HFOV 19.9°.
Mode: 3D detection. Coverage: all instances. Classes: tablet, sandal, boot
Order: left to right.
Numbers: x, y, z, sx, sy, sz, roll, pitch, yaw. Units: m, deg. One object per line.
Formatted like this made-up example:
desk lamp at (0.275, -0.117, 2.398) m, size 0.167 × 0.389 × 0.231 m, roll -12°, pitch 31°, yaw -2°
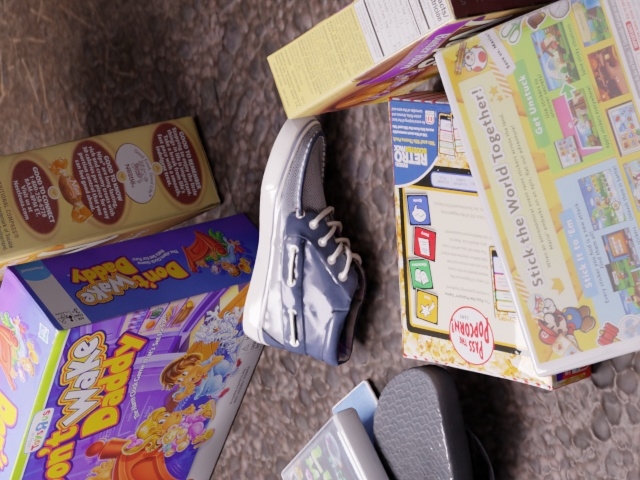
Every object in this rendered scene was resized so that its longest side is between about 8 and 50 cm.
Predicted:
boot at (0.000, 0.000, 1.407) m, size 0.086 × 0.069 × 0.190 m, roll 17°, pitch 112°, yaw 22°
tablet at (0.042, 0.156, 1.436) m, size 0.054 × 0.006 × 0.083 m, roll -46°, pitch 67°, yaw 45°
sandal at (0.097, 0.205, 1.360) m, size 0.097 × 0.054 × 0.254 m, roll 16°, pitch 122°, yaw 54°

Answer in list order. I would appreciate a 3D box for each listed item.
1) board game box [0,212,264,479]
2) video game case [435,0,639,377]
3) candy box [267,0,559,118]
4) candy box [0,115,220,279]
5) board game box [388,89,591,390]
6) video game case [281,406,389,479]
board game box at (-0.182, 0.151, 1.518) m, size 0.078 × 0.233 × 0.347 m, roll 47°, pitch 132°, yaw 30°
video game case at (0.194, -0.047, 1.145) m, size 0.206 × 0.026 × 0.227 m, roll -20°, pitch 86°, yaw 33°
candy box at (0.063, -0.144, 1.247) m, size 0.187 × 0.109 × 0.053 m, roll -25°, pitch 82°, yaw 49°
candy box at (-0.263, -0.015, 1.498) m, size 0.183 × 0.316 × 0.087 m, roll -20°, pitch 86°, yaw 50°
board game box at (0.117, -0.004, 1.273) m, size 0.147 × 0.045 × 0.193 m, roll 10°, pitch 108°, yaw 47°
video game case at (0.035, 0.240, 1.416) m, size 0.190 × 0.022 × 0.173 m, roll 64°, pitch 157°, yaw 14°
